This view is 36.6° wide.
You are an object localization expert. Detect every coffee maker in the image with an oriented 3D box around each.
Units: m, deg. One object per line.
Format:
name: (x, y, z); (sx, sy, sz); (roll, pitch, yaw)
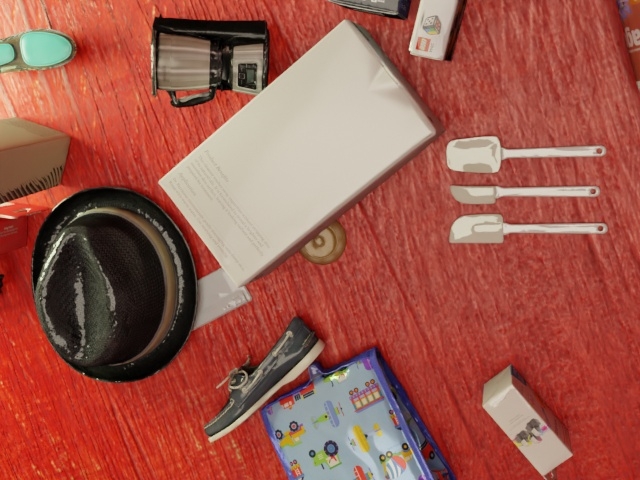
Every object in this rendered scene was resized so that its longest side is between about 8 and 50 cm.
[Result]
coffee maker: (-0.167, -0.293, 1.481); (0.178, 0.120, 0.171); (1, 58, -7)

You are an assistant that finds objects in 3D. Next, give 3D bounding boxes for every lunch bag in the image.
lunch bag: (0.051, 0.331, 1.560); (0.221, 0.138, 0.293); (-29, 88, 15)

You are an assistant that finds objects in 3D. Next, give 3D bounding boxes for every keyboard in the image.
keyboard: (-0.240, 0.125, 1.636); (0.256, 0.014, 0.072); (-28, 89, 14)

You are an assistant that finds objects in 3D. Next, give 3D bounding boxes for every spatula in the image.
spatula: (0.318, -0.078, 1.489); (0.242, 0.019, 0.168); (-1, 99, 11)

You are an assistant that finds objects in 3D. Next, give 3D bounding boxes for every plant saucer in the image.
plant saucer: (0.000, 0.000, 1.565); (0.083, 0.015, 0.083); (2, 101, 10)

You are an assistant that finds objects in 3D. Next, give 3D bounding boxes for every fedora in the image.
fedora: (-0.361, 0.082, 1.570); (0.334, 0.152, 0.334); (2, 98, 11)

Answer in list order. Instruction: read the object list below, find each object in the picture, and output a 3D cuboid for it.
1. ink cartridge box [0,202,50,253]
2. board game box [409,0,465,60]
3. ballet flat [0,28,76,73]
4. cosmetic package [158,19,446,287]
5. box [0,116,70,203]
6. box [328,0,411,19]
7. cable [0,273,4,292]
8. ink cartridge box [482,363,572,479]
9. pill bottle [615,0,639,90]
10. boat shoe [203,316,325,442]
ink cartridge box: (-0.584, -0.022, 1.609); (0.231, 0.134, 0.078); (5, 100, 10)
board game box: (0.194, -0.407, 1.364); (0.053, 0.193, 0.305); (15, 103, 8)
ballet flat: (-0.481, -0.307, 1.577); (0.188, 0.070, 0.070); (-3, 99, 7)
cosmetic package: (-0.025, -0.129, 1.469); (0.385, 0.156, 0.217); (-37, 87, 13)
box: (-0.500, -0.124, 1.502); (0.113, 0.275, 0.094); (19, 104, 7)
box: (0.089, -0.434, 1.399); (0.108, 0.153, 0.207); (13, 103, 8)
cable: (-0.622, 0.073, 1.645); (0.184, 0.047, 0.150); (-2, 139, 11)
ink cartridge box: (0.334, 0.292, 1.508); (0.061, 0.104, 0.181); (-40, 92, 15)
pill bottle: (0.498, -0.278, 1.366); (0.121, 0.121, 0.216); (-15, 96, 13)
boat shoe: (-0.106, 0.229, 1.585); (0.254, 0.095, 0.079); (-43, 92, 13)
